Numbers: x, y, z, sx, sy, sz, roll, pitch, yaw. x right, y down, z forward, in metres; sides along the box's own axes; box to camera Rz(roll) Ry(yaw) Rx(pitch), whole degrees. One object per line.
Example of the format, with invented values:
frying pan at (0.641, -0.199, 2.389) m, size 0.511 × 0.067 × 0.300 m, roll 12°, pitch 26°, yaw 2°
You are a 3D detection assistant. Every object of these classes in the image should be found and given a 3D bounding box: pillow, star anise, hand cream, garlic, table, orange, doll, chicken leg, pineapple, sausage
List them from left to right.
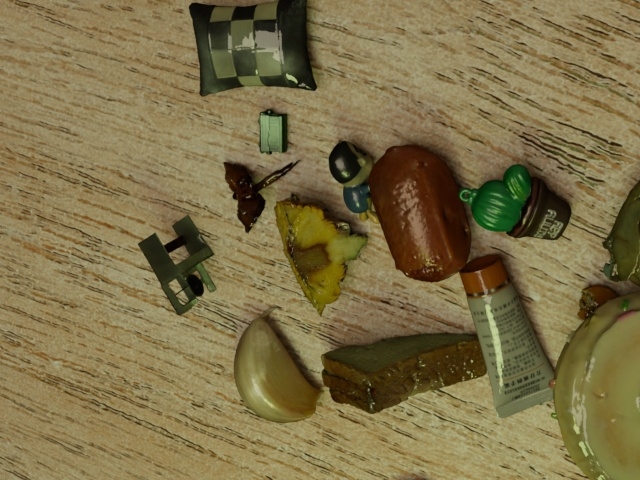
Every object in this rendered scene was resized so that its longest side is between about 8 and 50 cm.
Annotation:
table at (-0.288, 0.051, 2.141) m, size 0.062 × 0.146 × 0.175 m, roll -30°, pitch 94°, yaw 28°
pillow at (-0.130, -0.375, 1.960) m, size 0.249 × 0.106 × 0.186 m, roll 1°, pitch 108°, yaw 18°
star anise at (-0.118, -0.108, 2.077) m, size 0.158 × 0.144 × 0.140 m, roll 70°, pitch 162°, yaw -2°
garlic at (-0.106, 0.282, 2.165) m, size 0.164 × 0.145 × 0.245 m, roll -28°, pitch 94°, yaw -4°
pineapple at (-0.002, -0.005, 2.043) m, size 0.164 × 0.140 × 0.250 m, roll -31°, pitch 113°, yaw -12°
doll at (0.073, -0.119, 1.970) m, size 0.102 × 0.089 × 0.179 m, roll 16°, pitch 138°, yaw 57°
sausage at (0.186, -0.053, 1.902) m, size 0.141 × 0.153 × 0.268 m, roll -13°, pitch 99°, yaw 40°
hand cream at (0.363, 0.183, 1.943) m, size 0.139 × 0.089 × 0.314 m, roll -19°, pitch 99°, yaw 0°
orange at (0.516, 0.126, 1.873) m, size 0.086 × 0.062 × 0.086 m, roll 6°, pitch 110°, yaw 18°
chicken leg at (0.606, -0.125, 1.713) m, size 0.201 × 0.152 × 0.430 m, roll 12°, pitch 104°, yaw 27°

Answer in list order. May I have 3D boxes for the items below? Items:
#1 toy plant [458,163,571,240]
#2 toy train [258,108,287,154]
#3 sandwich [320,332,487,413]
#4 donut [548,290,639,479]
toy plant at (0.355, -0.069, 1.845) m, size 0.200 × 0.105 × 0.143 m, roll 20°, pitch 126°, yaw -4°
toy train at (-0.095, -0.218, 2.034) m, size 0.056 × 0.038 × 0.093 m, roll 7°, pitch 109°, yaw 19°
sandwich at (0.157, 0.251, 2.037) m, size 0.254 × 0.288 × 0.100 m, roll 180°, pitch 76°, yaw -69°
donut at (0.555, 0.258, 1.777) m, size 0.307 × 0.150 × 0.371 m, roll 23°, pitch 89°, yaw -5°
